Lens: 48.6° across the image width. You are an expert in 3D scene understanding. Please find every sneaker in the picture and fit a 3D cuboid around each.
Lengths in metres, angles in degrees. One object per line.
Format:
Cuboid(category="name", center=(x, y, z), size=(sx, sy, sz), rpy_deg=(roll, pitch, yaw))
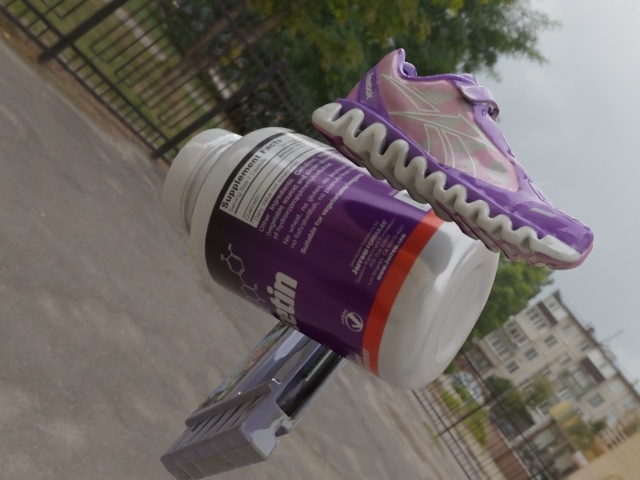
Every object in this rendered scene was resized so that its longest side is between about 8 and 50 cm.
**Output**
Cuboid(category="sneaker", center=(0.106, -0.069, 0.531), size=(0.236, 0.104, 0.095), rpy_deg=(37, 0, 25))

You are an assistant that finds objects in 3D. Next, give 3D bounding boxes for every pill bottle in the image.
Cuboid(category="pill bottle", center=(0.000, 0.000, 0.708), size=(0.323, 0.181, 0.181), rpy_deg=(26, -9, 27))

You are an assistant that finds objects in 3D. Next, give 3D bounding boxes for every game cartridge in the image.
Cuboid(category="game cartridge", center=(-0.033, 0.143, 0.883), size=(0.068, 0.230, 0.355), rpy_deg=(53, 49, -8))
